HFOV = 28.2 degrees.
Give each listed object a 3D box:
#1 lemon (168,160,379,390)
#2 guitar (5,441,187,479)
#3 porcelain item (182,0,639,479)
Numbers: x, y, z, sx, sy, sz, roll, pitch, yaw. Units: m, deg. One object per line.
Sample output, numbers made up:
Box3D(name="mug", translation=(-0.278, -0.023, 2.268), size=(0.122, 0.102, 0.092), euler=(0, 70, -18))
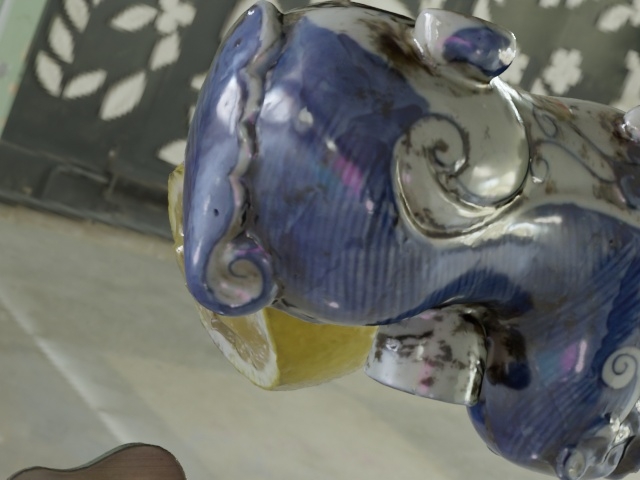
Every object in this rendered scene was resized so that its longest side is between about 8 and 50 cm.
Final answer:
Box3D(name="lemon", translation=(0.000, 0.000, 1.621), size=(0.364, 0.364, 0.364), euler=(22, 10, -4))
Box3D(name="guitar", translation=(-0.214, 0.176, 0.778), size=(0.271, 0.084, 0.038), euler=(-2, -4, -21))
Box3D(name="porcelain item", translation=(0.064, 0.005, 0.581), size=(0.288, 0.186, 0.138), euler=(15, -2, -36))
